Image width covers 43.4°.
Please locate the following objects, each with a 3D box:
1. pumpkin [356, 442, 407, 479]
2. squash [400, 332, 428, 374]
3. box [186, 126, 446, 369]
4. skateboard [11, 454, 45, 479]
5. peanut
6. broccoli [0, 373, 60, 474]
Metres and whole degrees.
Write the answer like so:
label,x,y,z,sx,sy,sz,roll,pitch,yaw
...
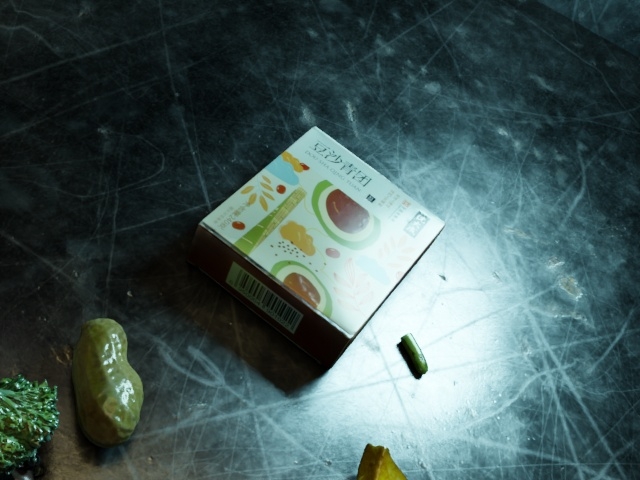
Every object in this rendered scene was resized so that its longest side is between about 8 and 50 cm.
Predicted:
label,x,y,z,sx,sy,sz,roll,pitch,yaw
pumpkin,0.150,0.485,1.268,0.290,0.095,0.258,33,45,1
squash,0.181,0.217,1.529,0.028,0.027,0.083,-13,61,-29
box,0.000,0.000,1.561,0.345,0.122,0.385,37,50,9
skateboard,-0.422,0.388,1.144,0.080,0.067,0.151,-14,64,-19
peanut,-0.339,0.222,1.279,0.108,0.095,0.225,8,47,-36
broccoli,-0.491,0.239,1.132,0.220,0.194,0.194,-34,70,-14
